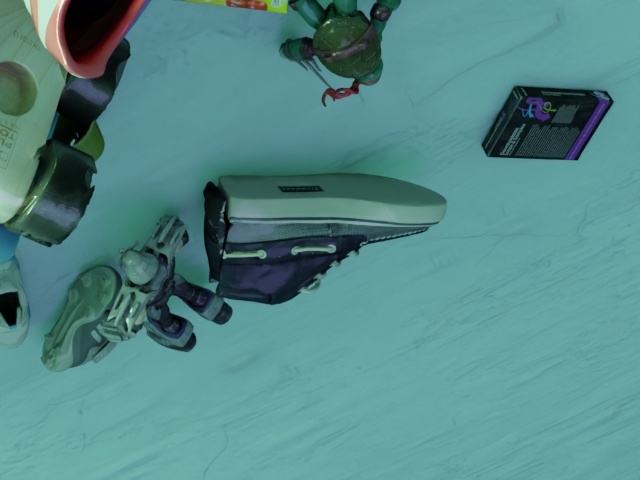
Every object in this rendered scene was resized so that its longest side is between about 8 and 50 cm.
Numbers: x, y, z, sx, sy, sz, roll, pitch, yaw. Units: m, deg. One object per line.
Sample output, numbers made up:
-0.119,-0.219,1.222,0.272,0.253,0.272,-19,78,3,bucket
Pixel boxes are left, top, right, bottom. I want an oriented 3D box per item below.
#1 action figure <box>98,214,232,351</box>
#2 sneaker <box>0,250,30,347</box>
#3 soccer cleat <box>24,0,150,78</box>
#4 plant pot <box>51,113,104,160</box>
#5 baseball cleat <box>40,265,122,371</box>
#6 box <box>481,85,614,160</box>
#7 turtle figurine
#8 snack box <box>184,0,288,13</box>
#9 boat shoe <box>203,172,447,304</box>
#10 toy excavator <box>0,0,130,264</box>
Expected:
-0.220,0.069,1.887,0.185,0.099,0.285,-53,156,-11,action figure
-0.423,0.098,1.872,0.071,0.083,0.190,-14,143,-14,sneaker
-0.132,-0.270,1.086,0.109,0.116,0.318,14,124,-36,soccer cleat
-0.296,-0.128,1.673,0.083,0.083,0.079,-25,156,2,plant pot
-0.316,0.105,1.963,0.109,0.072,0.206,-3,144,-49,baseball cleat
0.321,-0.165,1.977,0.162,0.029,0.116,-1,137,-29,box
0.027,-0.258,1.649,0.175,0.118,0.234,-27,137,6,turtle figurine
-0.128,-0.332,1.451,0.207,0.070,0.174,6,139,-2,snack box
0.000,0.000,1.903,0.341,0.127,0.158,1,113,-16,boat shoe
-0.440,-0.048,1.518,0.222,0.433,0.445,26,156,-29,toy excavator
